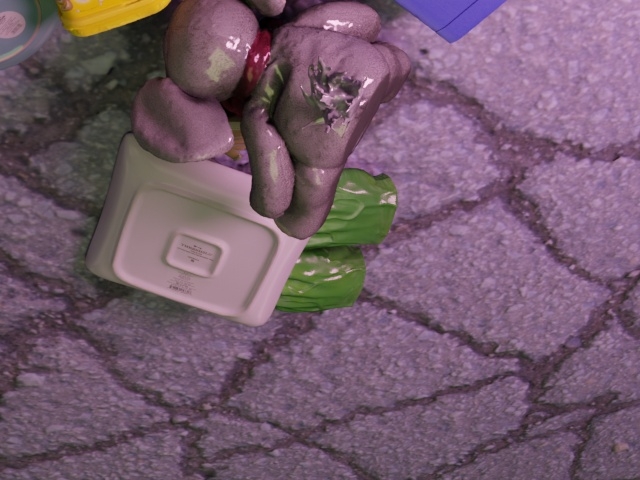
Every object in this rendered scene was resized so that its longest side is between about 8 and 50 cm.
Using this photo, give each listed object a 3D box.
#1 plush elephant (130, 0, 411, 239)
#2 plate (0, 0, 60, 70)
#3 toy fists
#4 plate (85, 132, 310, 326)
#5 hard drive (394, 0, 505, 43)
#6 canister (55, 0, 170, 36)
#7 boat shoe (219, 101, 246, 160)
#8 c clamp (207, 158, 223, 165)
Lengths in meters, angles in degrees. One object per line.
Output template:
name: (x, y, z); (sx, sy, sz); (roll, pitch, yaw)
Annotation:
plush elephant: (-0.067, -0.181, 1.268); (0.272, 0.255, 0.330); (-61, 174, -3)
plate: (-0.367, -0.241, 1.225); (0.188, 0.024, 0.188); (-18, 146, -12)
toy fists: (0.000, 0.000, 1.623); (0.142, 0.096, 0.279); (-3, 141, -24)
plate: (-0.166, 0.006, 1.542); (0.277, 0.045, 0.278); (19, 135, -9)
hard drive: (0.114, -0.352, 1.183); (0.210, 0.040, 0.318); (-38, 136, 27)
canister: (-0.238, -0.306, 1.173); (0.126, 0.073, 0.170); (-18, 141, 4)
boat shoe: (-0.112, -0.132, 1.422); (0.190, 0.068, 0.072); (-7, 119, -9)
c clamp: (-0.089, -0.113, 1.511); (0.137, 0.022, 0.160); (-32, 141, 29)
